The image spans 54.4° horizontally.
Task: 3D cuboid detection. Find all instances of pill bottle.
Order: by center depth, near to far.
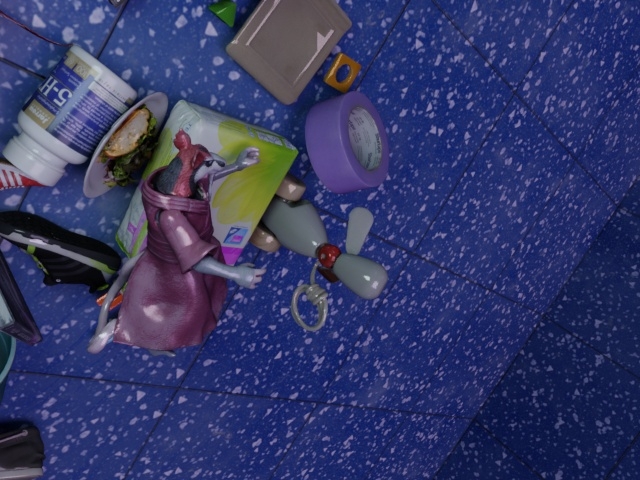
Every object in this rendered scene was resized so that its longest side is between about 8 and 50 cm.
[{"bbox_3d":[-0.365,-0.176,0.901,0.186,0.112,0.112,-52,139,-1],"label":"pill bottle"}]

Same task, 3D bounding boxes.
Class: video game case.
[{"bbox_3d":[-0.435,0.041,0.828,0.026,0.196,0.274,-26,176,-22],"label":"video game case"}]

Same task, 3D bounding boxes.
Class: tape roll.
[{"bbox_3d":[0.056,-0.190,1.220,0.189,0.080,0.188,22,63,-51],"label":"tape roll"}]

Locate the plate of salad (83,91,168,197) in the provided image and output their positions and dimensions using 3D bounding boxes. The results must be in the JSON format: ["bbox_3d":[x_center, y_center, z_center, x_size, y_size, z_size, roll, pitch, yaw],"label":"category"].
[{"bbox_3d":[-0.291,-0.141,0.963,0.199,0.048,0.200,-55,-178,3],"label":"plate of salad"}]

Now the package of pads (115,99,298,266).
[{"bbox_3d":[-0.207,-0.082,1.104,0.229,0.101,0.296,11,117,-46],"label":"package of pads"}]

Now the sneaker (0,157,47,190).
[{"bbox_3d":[-0.469,-0.085,0.926,0.118,0.042,0.067,18,101,-39],"label":"sneaker"}]

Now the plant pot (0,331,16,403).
[{"bbox_3d":[-0.593,0.230,0.890,0.272,0.271,0.255,-9,138,-38],"label":"plant pot"}]

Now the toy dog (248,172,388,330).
[{"bbox_3d":[0.000,0.000,1.242,0.220,0.333,0.161,-41,162,26],"label":"toy dog"}]

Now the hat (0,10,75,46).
[{"bbox_3d":[-0.469,-0.307,0.785,0.173,0.183,0.208,-22,110,8],"label":"hat"}]

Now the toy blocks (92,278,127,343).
[{"bbox_3d":[-0.370,0.128,1.158,0.148,0.054,0.123,-37,138,-15],"label":"toy blocks"}]

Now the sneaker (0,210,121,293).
[{"bbox_3d":[-0.431,0.034,1.013,0.097,0.084,0.235,-54,139,4],"label":"sneaker"}]

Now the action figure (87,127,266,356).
[{"bbox_3d":[-0.225,-0.014,0.964,0.276,0.248,0.370,1,131,-8],"label":"action figure"}]

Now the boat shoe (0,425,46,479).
[{"bbox_3d":[-0.651,0.380,1.072,0.335,0.095,0.112,10,146,-41],"label":"boat shoe"}]

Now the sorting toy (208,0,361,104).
[{"bbox_3d":[-0.057,-0.363,1.100,0.196,0.047,0.348,-50,139,4],"label":"sorting toy"}]

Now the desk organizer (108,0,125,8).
[{"bbox_3d":[-0.309,-0.389,0.847,0.047,0.050,0.130,-43,138,-10],"label":"desk organizer"}]
